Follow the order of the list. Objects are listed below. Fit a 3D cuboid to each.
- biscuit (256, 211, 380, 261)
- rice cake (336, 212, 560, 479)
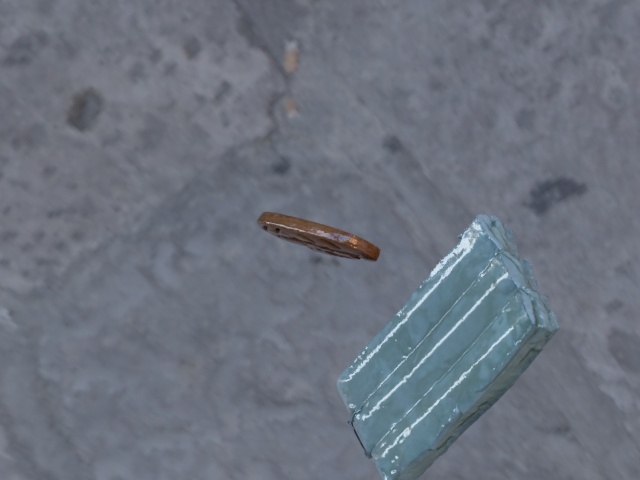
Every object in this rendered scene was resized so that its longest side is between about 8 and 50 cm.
[{"bbox_3d":[0.000,0.000,1.208,0.091,0.078,0.015,14,82,37],"label":"biscuit"},{"bbox_3d":[0.093,0.092,1.323,0.211,0.038,0.124,-46,53,31],"label":"rice cake"}]
